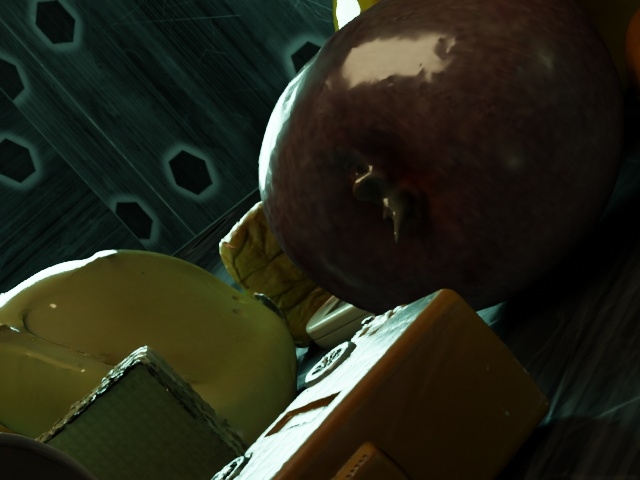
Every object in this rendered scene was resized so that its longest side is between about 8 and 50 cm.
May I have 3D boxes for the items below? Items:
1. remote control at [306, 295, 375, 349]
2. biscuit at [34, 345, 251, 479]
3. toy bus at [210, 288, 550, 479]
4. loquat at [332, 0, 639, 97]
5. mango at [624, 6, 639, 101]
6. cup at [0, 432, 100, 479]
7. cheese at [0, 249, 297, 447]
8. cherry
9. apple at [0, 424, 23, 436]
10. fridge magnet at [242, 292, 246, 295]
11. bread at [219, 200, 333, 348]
[{"bbox_3d":[0.063,0.041,1.216,0.078,0.042,0.221,-48,9,-38],"label":"remote control"},{"bbox_3d":[-0.161,0.202,1.038,0.250,0.147,0.046,-42,11,14],"label":"biscuit"},{"bbox_3d":[0.017,0.125,0.731,0.201,0.098,0.114,-44,7,-32],"label":"toy bus"},{"bbox_3d":[0.140,-0.233,1.257,0.328,0.359,0.328,-158,90,-85],"label":"loquat"},{"bbox_3d":[0.257,-0.112,0.957,0.105,0.084,0.159,-22,35,22],"label":"mango"},{"bbox_3d":[-0.210,0.256,0.922,0.200,0.191,0.253,-42,-23,23],"label":"cup"},{"bbox_3d":[-0.138,0.099,1.216,0.128,0.260,0.316,-68,-10,21],"label":"cheese"},{"bbox_3d":[0.088,-0.074,1.004,0.261,0.221,0.307,-28,25,34],"label":"cherry"},{"bbox_3d":[-0.288,0.228,1.324,0.188,0.211,0.211,-12,21,25],"label":"apple"},{"bbox_3d":[-0.126,0.134,1.440,0.208,0.088,0.208,-42,12,11],"label":"fridge magnet"},{"bbox_3d":[0.000,0.000,1.406,0.149,0.143,0.158,-39,4,22],"label":"bread"}]
